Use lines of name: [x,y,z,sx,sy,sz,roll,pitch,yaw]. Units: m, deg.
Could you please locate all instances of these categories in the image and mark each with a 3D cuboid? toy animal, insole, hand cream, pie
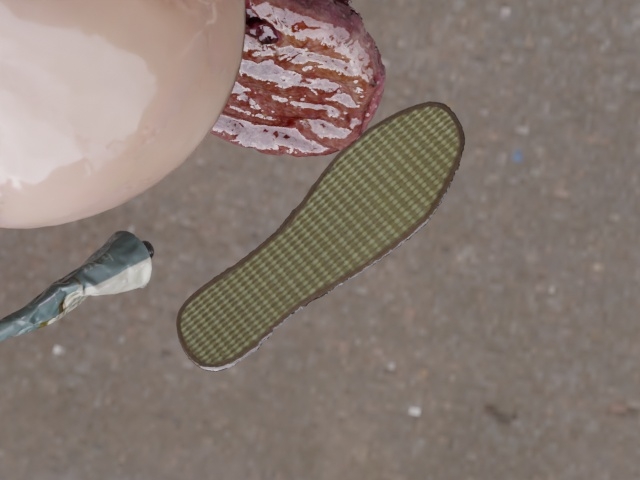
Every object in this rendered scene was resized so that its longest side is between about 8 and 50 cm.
toy animal: [-0.079,-0.129,0.680,0.221,0.210,0.229,-11,112,8]
insole: [0.000,0.000,1.267,0.253,0.086,0.005,-41,153,10]
hand cream: [-0.232,0.049,1.445,0.075,0.248,0.052,-14,97,55]
pie: [-0.031,-0.105,1.099,0.153,0.038,0.153,10,149,6]
